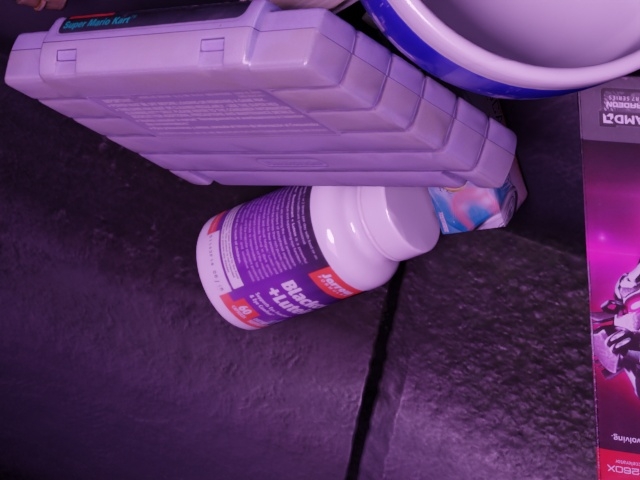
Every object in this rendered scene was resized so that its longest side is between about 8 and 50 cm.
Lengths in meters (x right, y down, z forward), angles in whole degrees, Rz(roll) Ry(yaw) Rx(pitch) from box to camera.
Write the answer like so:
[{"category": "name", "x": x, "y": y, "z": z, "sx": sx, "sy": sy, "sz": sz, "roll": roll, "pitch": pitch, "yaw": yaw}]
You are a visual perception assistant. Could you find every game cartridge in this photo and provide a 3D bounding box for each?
[{"category": "game cartridge", "x": -0.055, "y": -0.106, "z": 1.364, "sx": 0.355, "sy": 0.068, "sz": 0.230, "roll": 3, "pitch": 157, "yaw": 46}]

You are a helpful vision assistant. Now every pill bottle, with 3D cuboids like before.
[{"category": "pill bottle", "x": 0.000, "y": 0.000, "z": 1.499, "sx": 0.193, "sy": 0.108, "sz": 0.108, "roll": -21, "pitch": 106, "yaw": 34}]

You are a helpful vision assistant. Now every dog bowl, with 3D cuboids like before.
[{"category": "dog bowl", "x": 0.146, "y": -0.229, "z": 1.205, "sx": 0.265, "sy": 0.265, "sz": 0.104, "roll": 47, "pitch": 171, "yaw": -4}]

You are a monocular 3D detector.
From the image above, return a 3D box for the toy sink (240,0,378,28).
[{"category": "toy sink", "x": 0.003, "y": -0.238, "z": 1.336, "sx": 0.131, "sy": 0.153, "sz": 0.234, "roll": -27, "pitch": 104, "yaw": 35}]

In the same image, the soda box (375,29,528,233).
[{"category": "soda box", "x": 0.106, "y": -0.100, "z": 1.417, "sx": 0.058, "sy": 0.063, "sz": 0.183, "roll": -8, "pitch": 113, "yaw": 31}]

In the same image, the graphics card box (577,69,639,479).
[{"category": "graphics card box", "x": 0.323, "y": 0.030, "z": 1.364, "sx": 0.233, "sy": 0.094, "sz": 0.370, "roll": 6, "pitch": 119, "yaw": 23}]

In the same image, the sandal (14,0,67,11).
[{"category": "sandal", "x": -0.214, "y": -0.231, "z": 1.477, "sx": 0.303, "sy": 0.120, "sz": 0.086, "roll": -1, "pitch": 130, "yaw": 27}]
